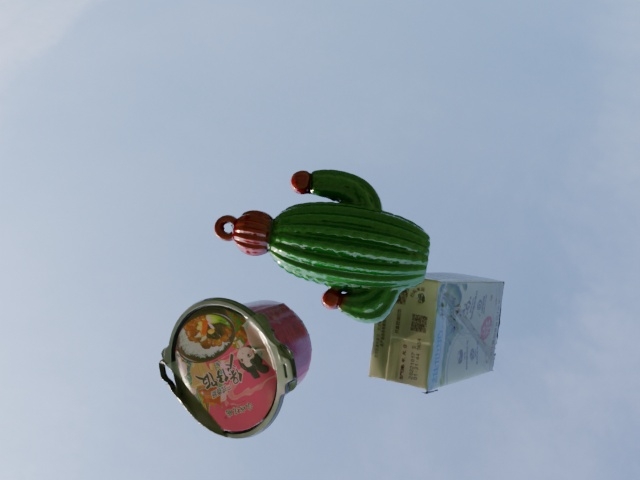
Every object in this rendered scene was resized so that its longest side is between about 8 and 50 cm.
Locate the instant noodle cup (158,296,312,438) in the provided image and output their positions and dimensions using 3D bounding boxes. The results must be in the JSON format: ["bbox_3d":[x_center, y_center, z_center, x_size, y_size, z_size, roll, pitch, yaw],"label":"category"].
[{"bbox_3d":[-0.131,0.217,1.276,0.302,0.181,0.258,6,-79,29],"label":"instant noodle cup"}]

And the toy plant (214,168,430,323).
[{"bbox_3d":[0.012,-0.008,0.795,0.240,0.088,0.154,33,-99,7],"label":"toy plant"}]

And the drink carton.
[{"bbox_3d":[0.226,0.160,1.287,0.132,0.324,0.194,6,-89,33],"label":"drink carton"}]
